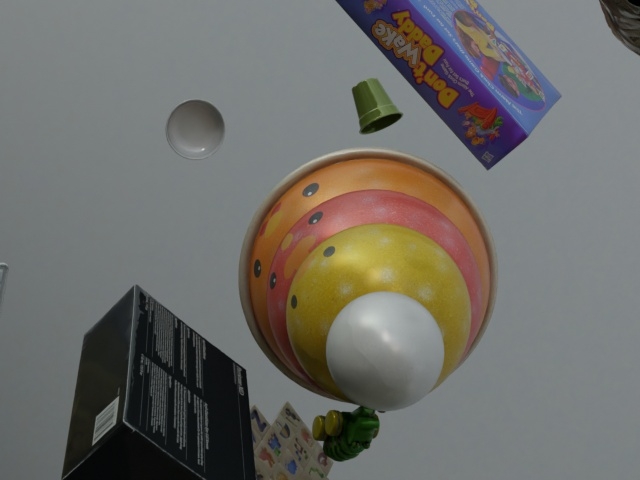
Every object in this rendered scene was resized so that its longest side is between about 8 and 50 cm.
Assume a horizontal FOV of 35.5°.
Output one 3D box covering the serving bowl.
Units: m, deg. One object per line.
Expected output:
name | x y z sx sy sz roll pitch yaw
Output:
serving bowl | -0.174 -0.153 1.378 0.083 0.083 0.027 67 -14 -15

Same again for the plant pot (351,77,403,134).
plant pot | 0.092 -0.239 1.744 0.083 0.083 0.079 -39 -110 60

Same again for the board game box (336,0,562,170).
board game box | 0.176 -0.282 1.407 0.347 0.233 0.078 48 -59 0

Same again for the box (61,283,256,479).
box | -0.169 0.194 1.086 0.184 0.103 0.261 40 16 -23

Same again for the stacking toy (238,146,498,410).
stacking toy | 0.069 0.074 1.153 0.351 0.350 0.480 62 2 -7

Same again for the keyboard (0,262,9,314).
keyboard | -0.271 0.128 0.698 0.014 0.072 0.256 44 -55 43

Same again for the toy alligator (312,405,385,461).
toy alligator | 0.038 0.213 1.100 0.189 0.056 0.051 141 -47 -61

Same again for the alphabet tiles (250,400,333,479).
alphabet tiles | -0.048 0.320 1.371 0.009 0.237 0.198 -34 -84 23

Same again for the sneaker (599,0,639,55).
sneaker | 0.343 -0.244 1.031 0.281 0.105 0.115 31 28 -32
